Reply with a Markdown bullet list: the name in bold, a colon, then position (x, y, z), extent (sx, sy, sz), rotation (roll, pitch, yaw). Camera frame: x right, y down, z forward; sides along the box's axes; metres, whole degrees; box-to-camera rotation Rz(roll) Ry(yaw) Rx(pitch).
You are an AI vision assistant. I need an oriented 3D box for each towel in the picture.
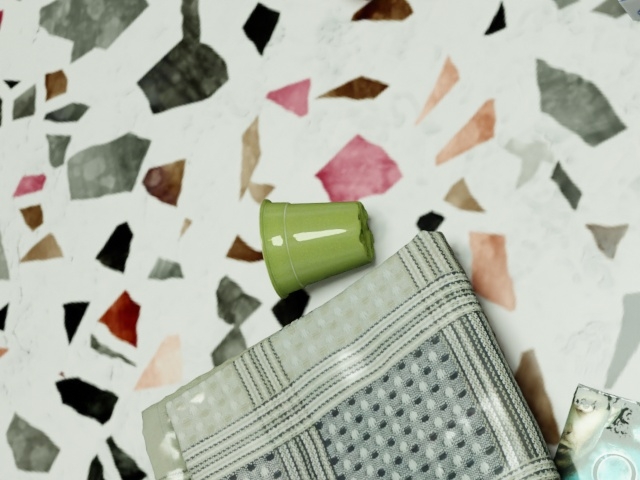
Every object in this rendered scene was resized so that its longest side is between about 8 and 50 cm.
- **towel**: position (0.015, 0.189, 1.284), extent (0.324, 0.056, 0.312), rotation (-34, 60, 20)

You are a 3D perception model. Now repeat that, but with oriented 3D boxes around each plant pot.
- **plant pot**: position (0.000, 0.000, 1.357), extent (0.079, 0.083, 0.083), rotation (-11, 71, 11)

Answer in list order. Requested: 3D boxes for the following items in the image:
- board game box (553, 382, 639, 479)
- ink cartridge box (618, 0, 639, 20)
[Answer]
- **board game box**: position (0.252, 0.187, 1.196), extent (0.186, 0.026, 0.126), rotation (15, 84, 30)
- **ink cartridge box**: position (0.325, -0.238, 1.260), extent (0.207, 0.046, 0.097), rotation (-10, 72, 25)
